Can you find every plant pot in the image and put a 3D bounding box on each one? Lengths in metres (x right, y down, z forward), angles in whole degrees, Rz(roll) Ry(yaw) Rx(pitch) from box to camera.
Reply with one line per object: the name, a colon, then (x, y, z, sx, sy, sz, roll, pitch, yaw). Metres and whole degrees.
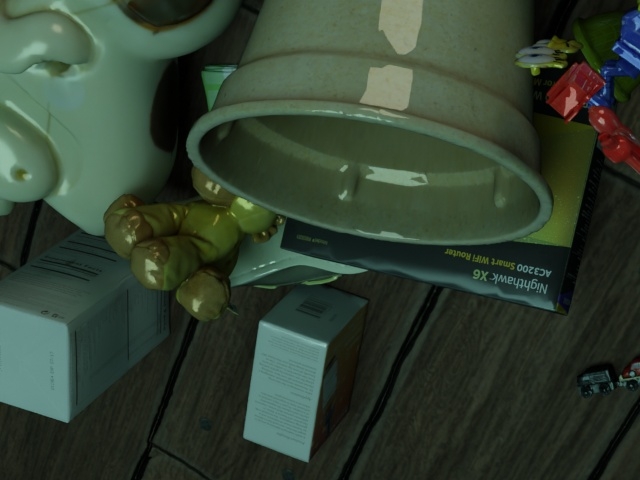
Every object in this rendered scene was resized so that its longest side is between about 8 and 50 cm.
plant pot: (0.070, -0.191, 1.191, 0.333, 0.334, 0.306, 4, 73, 25)

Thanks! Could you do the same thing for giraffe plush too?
giraffe plush: (-0.111, -0.023, 1.400, 0.170, 0.210, 0.181, -50, 51, 9)

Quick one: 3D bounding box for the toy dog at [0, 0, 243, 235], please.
toy dog: (-0.240, -0.211, 1.409, 0.395, 0.284, 0.408, 38, 121, 2)

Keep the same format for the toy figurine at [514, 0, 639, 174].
toy figurine: (0.320, -0.177, 1.059, 0.191, 0.362, 0.217, 44, 112, 4)

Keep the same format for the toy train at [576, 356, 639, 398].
toy train: (0.360, 0.146, 1.422, 0.158, 0.027, 0.036, -14, 94, 31)

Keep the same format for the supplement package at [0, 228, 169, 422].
supplement package: (-0.302, 0.097, 1.591, 0.133, 0.244, 0.139, 14, 116, 19)

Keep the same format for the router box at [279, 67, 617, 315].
router box: (0.133, -0.073, 1.343, 0.308, 0.081, 0.243, 12, 88, 21)

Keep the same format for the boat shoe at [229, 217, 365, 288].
boat shoe: (-0.001, -0.005, 1.491, 0.305, 0.091, 0.109, -12, 82, 28)

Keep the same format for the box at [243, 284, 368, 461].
box: (-0.017, 0.155, 1.546, 0.091, 0.130, 0.171, 18, 119, 17)

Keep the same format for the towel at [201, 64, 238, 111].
towel: (-0.067, -0.151, 1.499, 0.152, 0.023, 0.113, 3, 112, 25)
